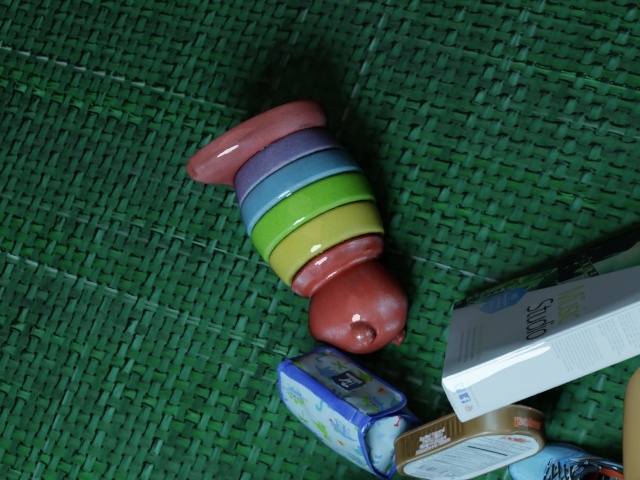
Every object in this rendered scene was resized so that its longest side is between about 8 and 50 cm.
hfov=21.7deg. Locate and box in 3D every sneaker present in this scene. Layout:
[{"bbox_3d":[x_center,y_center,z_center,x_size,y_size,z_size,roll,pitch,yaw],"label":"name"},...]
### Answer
[{"bbox_3d":[0.273,0.244,1.756,0.162,0.073,0.063,6,76,27],"label":"sneaker"}]

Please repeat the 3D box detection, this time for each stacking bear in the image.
[{"bbox_3d":[0.000,0.000,1.909,0.164,0.175,0.289,-34,73,17],"label":"stacking bear"}]

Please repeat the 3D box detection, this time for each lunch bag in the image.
[{"bbox_3d":[0.028,0.184,1.833,0.129,0.151,0.096,32,88,28],"label":"lunch bag"}]

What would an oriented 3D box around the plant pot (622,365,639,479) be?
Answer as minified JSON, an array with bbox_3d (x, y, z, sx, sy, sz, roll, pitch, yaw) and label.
[{"bbox_3d":[0.414,0.215,1.610,0.290,0.291,0.203,-20,51,15],"label":"plant pot"}]

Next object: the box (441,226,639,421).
[{"bbox_3d":[0.285,0.065,1.731,0.322,0.232,0.058,-22,104,13],"label":"box"}]

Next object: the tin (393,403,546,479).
[{"bbox_3d":[0.158,0.217,1.769,0.189,0.106,0.040,-31,56,46],"label":"tin"}]
